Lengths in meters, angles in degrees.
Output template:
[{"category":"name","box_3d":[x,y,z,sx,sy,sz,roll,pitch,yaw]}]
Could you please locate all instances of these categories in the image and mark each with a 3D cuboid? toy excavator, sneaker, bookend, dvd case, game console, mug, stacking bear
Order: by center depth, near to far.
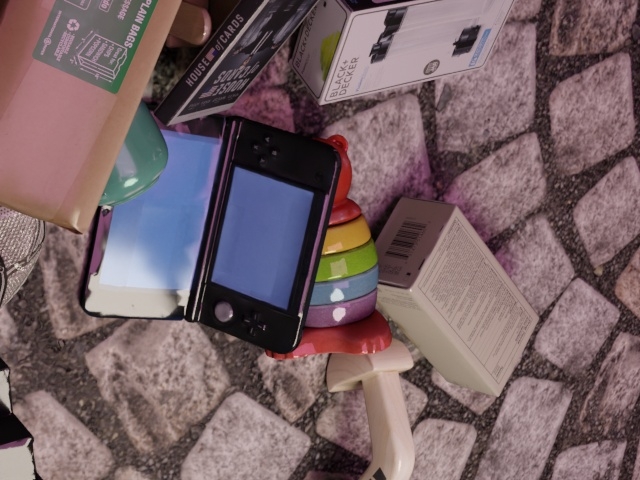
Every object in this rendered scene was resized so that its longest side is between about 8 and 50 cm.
[{"category":"sneaker","box_3d":[-0.433,0.087,1.430,0.134,0.146,0.343,40,82,-28]},{"category":"mug","box_3d":[-0.260,-0.093,1.490,0.158,0.129,0.097,-36,112,-21]},{"category":"dvd case","box_3d":[-0.089,-0.242,1.507,0.238,0.029,0.179,-48,172,24]},{"category":"bookend","box_3d":[-0.398,0.217,1.512,0.072,0.156,0.157,-13,115,-31]},{"category":"game console","box_3d":[-0.142,-0.010,1.603,0.173,0.250,0.293,-13,119,-61]},{"category":"stacking bear","box_3d":[0.000,0.000,1.713,0.175,0.164,0.289,-5,104,8]},{"category":"toy excavator","box_3d":[0.081,0.429,1.876,0.222,0.433,0.445,1,136,-36]}]

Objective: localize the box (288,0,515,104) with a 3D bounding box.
[{"category":"box","box_3d":[0.115,-0.294,1.674,0.290,0.087,0.169,-15,147,-31]}]

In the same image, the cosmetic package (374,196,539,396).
[{"category":"cosmetic package","box_3d":[0.201,0.088,1.891,0.160,0.113,0.309,-58,134,-21]}]

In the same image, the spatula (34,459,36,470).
[{"category":"spatula","box_3d":[-0.383,0.391,1.673,0.084,0.030,0.296,-20,119,-27]}]

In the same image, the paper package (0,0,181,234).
[{"category":"paper package","box_3d":[-0.299,-0.205,1.308,0.168,0.309,0.324,21,94,-31]}]

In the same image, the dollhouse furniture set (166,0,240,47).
[{"category":"dollhouse furniture set","box_3d":[-0.014,-0.387,1.533,0.356,0.174,0.303,-7,113,-33]}]
